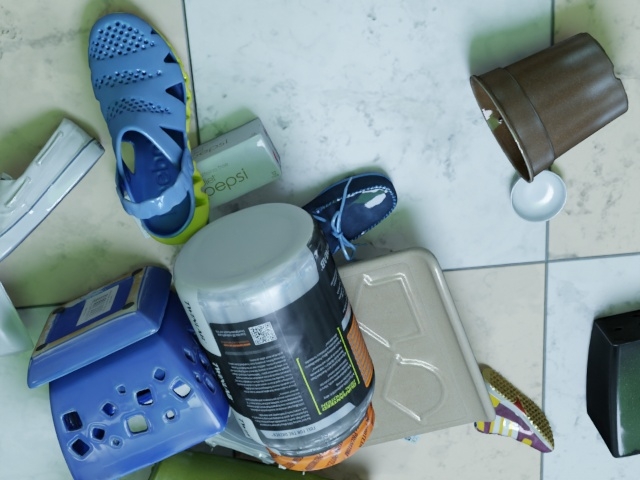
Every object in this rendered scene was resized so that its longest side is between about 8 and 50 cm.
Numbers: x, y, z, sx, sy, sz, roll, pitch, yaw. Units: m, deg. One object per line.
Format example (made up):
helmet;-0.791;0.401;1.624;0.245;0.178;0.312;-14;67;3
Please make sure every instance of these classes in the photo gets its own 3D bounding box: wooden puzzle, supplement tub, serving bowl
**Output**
wooden puzzle;0.056;0.165;1.868;0.348;0.080;0.322;-13;120;19
supplement tub;-0.050;0.136;1.691;0.207;0.207;0.338;-18;121;4
serving bowl;0.314;-0.069;1.818;0.083;0.027;0.083;-2;117;-4

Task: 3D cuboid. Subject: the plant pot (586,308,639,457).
plant pot;0.500;0.201;1.891;0.187;0.188;0.167;-13;105;2

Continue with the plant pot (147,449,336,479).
plant pot;-0.127;0.484;1.908;0.353;0.366;0.366;24;113;-3

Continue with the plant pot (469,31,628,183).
plant pot;0.313;-0.189;1.693;0.165;0.167;0.167;-30;115;1

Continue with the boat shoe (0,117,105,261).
boat shoe;-0.410;-0.057;1.715;0.084;0.095;0.258;43;80;-7

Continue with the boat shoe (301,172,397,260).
boat shoe;0.000;0.000;1.792;0.258;0.089;0.109;-33;115;12

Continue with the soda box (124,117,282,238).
soda box;-0.165;-0.087;1.747;0.216;0.069;0.074;-25;115;7

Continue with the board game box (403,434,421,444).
board game box;0.133;0.269;1.978;0.090;0.020;0.090;25;113;-16

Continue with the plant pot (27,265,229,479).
plant pot;-0.275;0.180;1.790;0.236;0.236;0.212;-26;109;9

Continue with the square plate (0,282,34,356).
square plate;-0.631;0.066;1.766;0.347;0.049;0.344;-14;119;14

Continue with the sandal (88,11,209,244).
sandal;-0.228;-0.147;1.637;0.126;0.138;0.317;-18;91;10

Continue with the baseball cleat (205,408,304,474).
baseball cleat;-0.101;0.280;1.902;0.206;0.072;0.109;15;73;7

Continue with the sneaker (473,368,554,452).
sneaker;0.290;0.281;1.977;0.084;0.069;0.185;-39;107;24
